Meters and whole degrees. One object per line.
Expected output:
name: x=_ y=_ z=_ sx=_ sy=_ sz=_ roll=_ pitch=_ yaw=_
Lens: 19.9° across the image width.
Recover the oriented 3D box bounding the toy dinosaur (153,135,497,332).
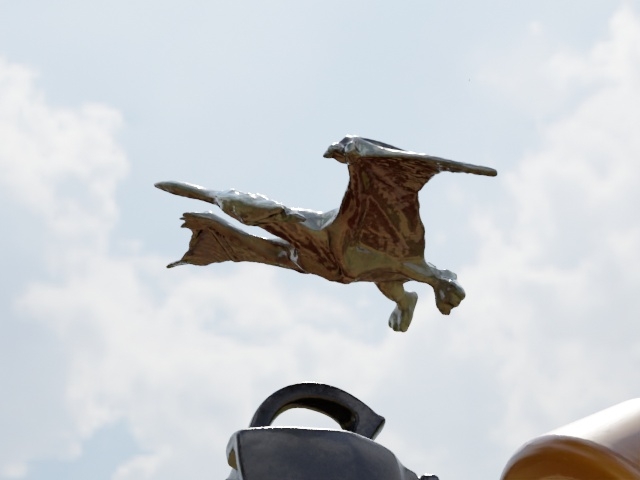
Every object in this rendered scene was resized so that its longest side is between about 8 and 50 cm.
toy dinosaur: x=0.001 y=-0.001 z=0.714 sx=0.108 sy=0.032 sz=0.220 roll=29 pitch=-28 yaw=-26

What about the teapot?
teapot: x=0.018 y=0.134 z=0.699 sx=0.096 sy=0.177 sz=0.087 roll=-7 pitch=-28 yaw=-14

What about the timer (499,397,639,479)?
timer: x=0.168 y=0.105 z=0.741 sx=0.152 sy=0.132 sz=0.132 roll=-29 pitch=-13 yaw=-30
